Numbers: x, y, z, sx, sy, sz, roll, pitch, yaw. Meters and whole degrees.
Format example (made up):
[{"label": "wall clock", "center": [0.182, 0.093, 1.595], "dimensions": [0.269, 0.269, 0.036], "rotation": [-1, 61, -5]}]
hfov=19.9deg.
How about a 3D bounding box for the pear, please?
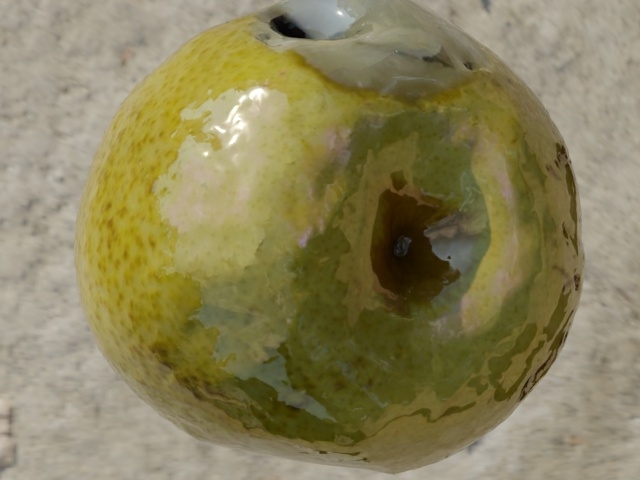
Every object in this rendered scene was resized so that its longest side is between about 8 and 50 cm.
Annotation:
[{"label": "pear", "center": [0.000, 0.000, 0.948], "dimensions": [0.271, 0.271, 0.271], "rotation": [-2, 83, 17]}]
